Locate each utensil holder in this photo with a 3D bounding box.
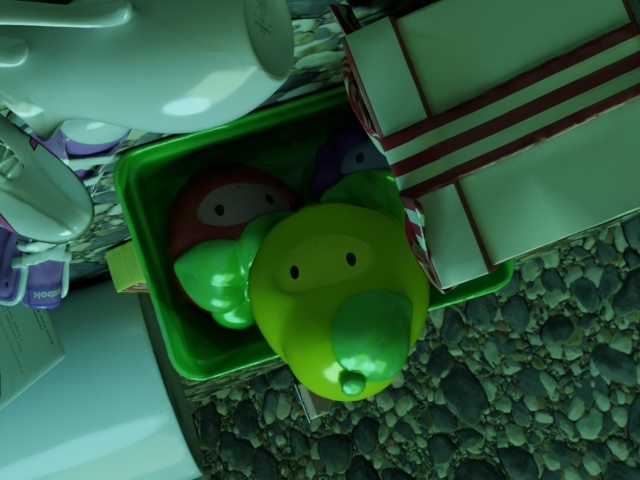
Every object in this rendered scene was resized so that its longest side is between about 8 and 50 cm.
[{"bbox_3d":[-0.391,0.244,2.055,0.385,0.328,0.327,-19,170,-2],"label":"utensil holder"}]

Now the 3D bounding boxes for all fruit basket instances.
[{"bbox_3d":[0.000,0.000,1.464,0.392,0.283,0.392,-17,-175,1],"label":"fruit basket"}]

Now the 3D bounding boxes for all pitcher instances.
[{"bbox_3d":[-0.139,-0.137,1.013,0.207,0.126,0.177,-8,168,22],"label":"pitcher"}]

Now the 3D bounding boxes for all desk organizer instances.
[{"bbox_3d":[-0.003,0.130,1.526,0.050,0.047,0.130,-20,-157,1],"label":"desk organizer"}]

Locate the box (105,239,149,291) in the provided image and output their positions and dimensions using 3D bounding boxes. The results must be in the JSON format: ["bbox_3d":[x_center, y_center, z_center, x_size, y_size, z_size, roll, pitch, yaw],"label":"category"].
[{"bbox_3d":[-0.152,0.001,1.867,0.232,0.058,0.087,-22,169,23],"label":"box"}]

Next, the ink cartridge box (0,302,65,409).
[{"bbox_3d":[-0.485,0.156,1.524,0.285,0.166,0.395,-20,-171,19],"label":"ink cartridge box"}]

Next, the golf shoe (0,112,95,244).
[{"bbox_3d":[-0.246,-0.062,1.071,0.067,0.186,0.086,-53,171,-7],"label":"golf shoe"}]

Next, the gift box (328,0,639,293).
[{"bbox_3d":[0.159,-0.113,1.249,0.258,0.255,0.276,-22,174,19],"label":"gift box"}]

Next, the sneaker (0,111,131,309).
[{"bbox_3d":[-0.229,-0.030,1.301,0.102,0.161,0.282,-6,164,-40],"label":"sneaker"}]
